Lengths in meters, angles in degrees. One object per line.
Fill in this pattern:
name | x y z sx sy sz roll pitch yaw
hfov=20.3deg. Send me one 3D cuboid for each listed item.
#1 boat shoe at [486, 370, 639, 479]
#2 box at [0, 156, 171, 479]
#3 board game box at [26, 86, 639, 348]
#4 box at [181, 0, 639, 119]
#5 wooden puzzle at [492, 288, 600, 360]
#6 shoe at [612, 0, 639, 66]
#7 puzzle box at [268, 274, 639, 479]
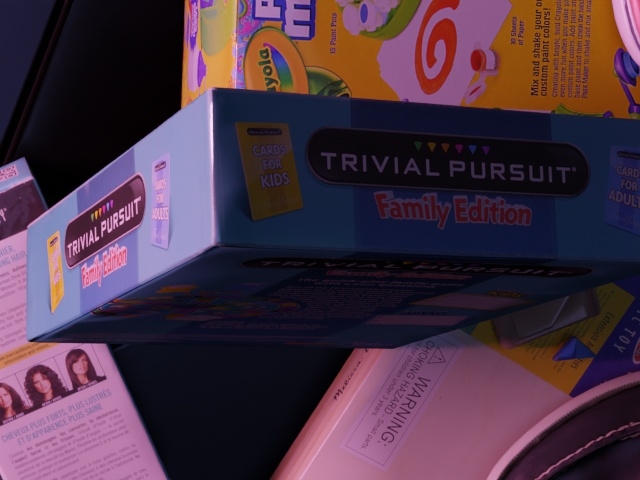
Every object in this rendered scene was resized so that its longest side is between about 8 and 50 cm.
boat shoe | 0.281 0.156 1.218 0.340 0.113 0.127 -11 108 -10
box | -0.187 0.078 1.169 0.100 0.060 0.244 -24 109 -7
board game box | 0.000 0.000 1.004 0.254 0.336 0.079 2 78 -24
box | 0.069 -0.194 1.065 0.279 0.177 0.290 2 93 -14
wooden puzzle | 0.147 0.031 1.206 0.078 0.014 0.116 -13 107 -5
shoe | 0.204 -0.177 0.965 0.063 0.081 0.178 4 93 -13
puzzle box | 0.147 0.132 1.268 0.272 0.052 0.409 31 96 -19
